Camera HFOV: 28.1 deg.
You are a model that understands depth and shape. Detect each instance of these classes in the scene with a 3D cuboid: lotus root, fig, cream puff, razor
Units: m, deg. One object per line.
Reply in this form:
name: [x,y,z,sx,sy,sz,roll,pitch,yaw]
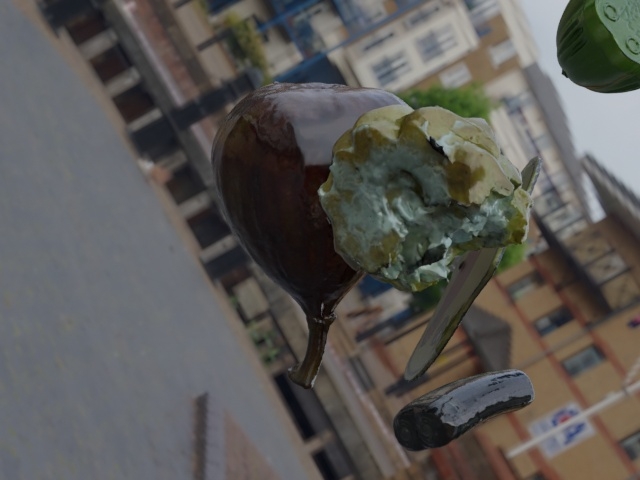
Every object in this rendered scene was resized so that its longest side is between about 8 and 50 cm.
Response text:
lotus root: [0.391,-0.268,1.762,0.186,0.186,0.186,61,1,-2]
fig: [0.000,0.000,1.300,0.217,0.217,0.320,-115,-157,-70]
cream puff: [0.081,-0.035,0.957,0.121,0.156,0.156,63,2,28]
razor: [0.152,0.173,1.337,0.090,0.148,0.054,-19,-91,54]

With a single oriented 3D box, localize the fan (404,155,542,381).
fan: [0.134,0.026,1.172,0.011,0.229,0.335,30,0,1]
